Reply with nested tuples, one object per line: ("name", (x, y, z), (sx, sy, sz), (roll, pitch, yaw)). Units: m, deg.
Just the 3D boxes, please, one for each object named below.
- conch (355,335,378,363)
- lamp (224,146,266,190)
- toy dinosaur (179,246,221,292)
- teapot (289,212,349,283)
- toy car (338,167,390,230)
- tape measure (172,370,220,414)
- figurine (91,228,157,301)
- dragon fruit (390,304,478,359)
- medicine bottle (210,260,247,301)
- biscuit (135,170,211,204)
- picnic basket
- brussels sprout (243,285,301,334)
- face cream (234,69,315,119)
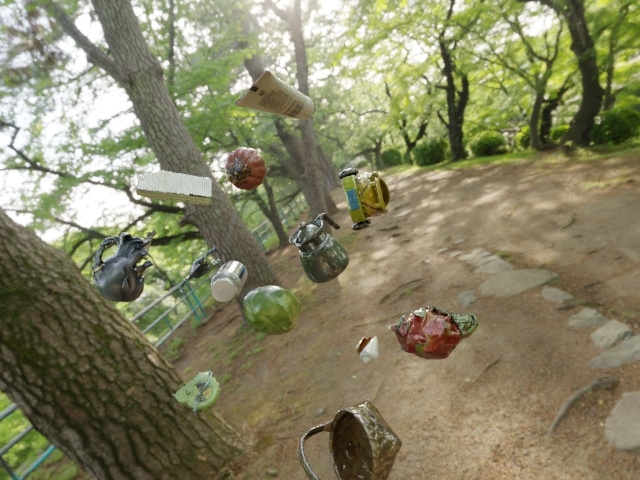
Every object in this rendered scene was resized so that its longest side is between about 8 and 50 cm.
("conch", (0.226, 0.504, 1.876), (0.105, 0.094, 0.176), (-4, 44, 27))
("lamp", (-0.315, -0.295, 1.663), (0.182, 0.181, 0.140), (-24, 10, 23))
("toy dinosaur", (-0.497, 0.110, 1.663), (0.147, 0.076, 0.363), (-40, 2, -41))
("teapot", (0.008, 0.007, 1.867), (0.305, 0.285, 0.223), (-41, 27, -17))
("toy car", (0.153, -0.145, 1.303), (0.143, 0.200, 0.248), (-13, 9, 13))
("tape measure", (-0.571, 0.731, 1.919), (0.200, 0.175, 0.106), (-39, -21, -30))
("figurine", (-0.686, 0.084, 1.407), (0.197, 0.264, 0.175), (2, -12, -19))
("dragon fruit", (0.387, 0.294, 1.362), (0.269, 0.200, 0.198), (-38, 9, 2))
("medicine bottle", (-0.323, 0.146, 1.410), (0.107, 0.106, 0.191), (-26, 12, 4))
("biscuit", (-0.519, -0.189, 1.434), (0.253, 0.052, 0.150), (6, 35, -23))
("picnic basket", (0.082, 0.763, 1.415), (0.338, 0.337, 0.293), (-29, 36, -13))
("brussels sprout", (-0.127, 0.182, 1.028), (0.155, 0.155, 0.117), (-22, 27, 32))
("face cream", (-0.085, -0.302, 0.863), (0.092, 0.058, 0.244), (-40, -8, 22))
